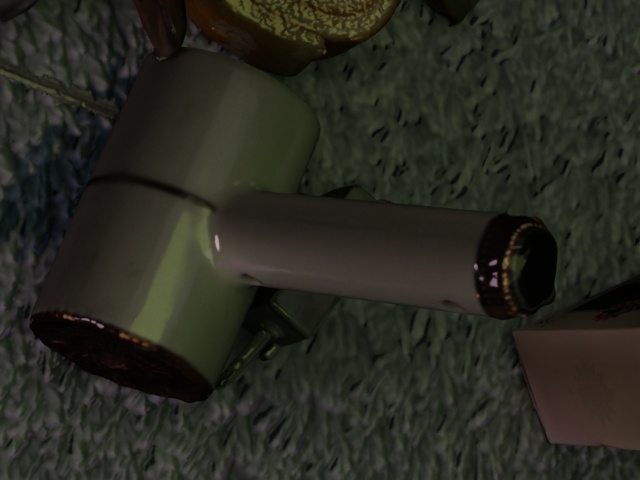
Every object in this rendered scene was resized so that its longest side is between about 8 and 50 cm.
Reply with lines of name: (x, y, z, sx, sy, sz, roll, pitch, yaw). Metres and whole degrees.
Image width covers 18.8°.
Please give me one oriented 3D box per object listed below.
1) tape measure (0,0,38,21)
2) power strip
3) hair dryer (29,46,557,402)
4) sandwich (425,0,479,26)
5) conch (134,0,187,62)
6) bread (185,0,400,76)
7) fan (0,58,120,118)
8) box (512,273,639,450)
tape measure: (-0.239, -0.232, 1.208, 0.197, 0.120, 0.236, 8, 74, -32)
power strip: (-0.019, 0.034, 1.285, 0.042, 0.075, 0.175, 42, 66, -15)
hair dryer: (0.000, 0.000, 1.157, 0.128, 0.362, 0.203, 42, 62, -45)
sandwich: (0.082, -0.240, 1.356, 0.163, 0.113, 0.079, 44, 67, -12)
conch: (-0.108, -0.221, 1.267, 0.080, 0.086, 0.233, -1, 47, -39)
bread: (-0.023, -0.177, 1.326, 0.149, 0.073, 0.122, 23, 78, -17)
fan: (-0.277, -0.143, 1.235, 0.329, 0.009, 0.191, 24, 71, -19)
box: (0.271, 0.066, 1.359, 0.212, 0.168, 0.095, -23, 95, -26)
